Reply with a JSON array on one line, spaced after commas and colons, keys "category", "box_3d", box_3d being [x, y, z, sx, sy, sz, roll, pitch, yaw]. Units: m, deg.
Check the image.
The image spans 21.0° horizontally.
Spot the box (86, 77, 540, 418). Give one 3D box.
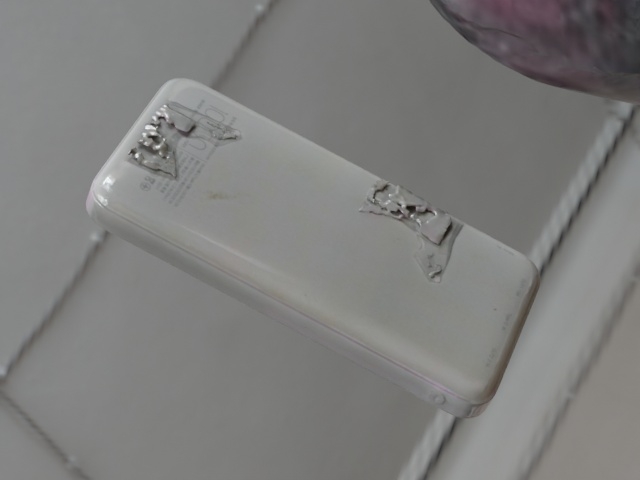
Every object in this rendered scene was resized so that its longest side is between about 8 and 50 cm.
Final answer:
[{"category": "box", "box_3d": [0.000, 0.000, 1.111, 0.142, 0.285, 0.044, -60, -2, -45]}]

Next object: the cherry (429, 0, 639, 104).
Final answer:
[{"category": "cherry", "box_3d": [0.125, -0.143, 0.700, 0.195, 0.195, 0.195, -21, -62, -47]}]
